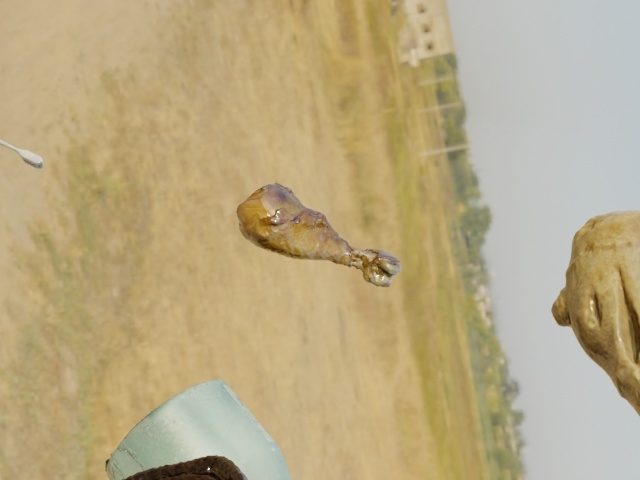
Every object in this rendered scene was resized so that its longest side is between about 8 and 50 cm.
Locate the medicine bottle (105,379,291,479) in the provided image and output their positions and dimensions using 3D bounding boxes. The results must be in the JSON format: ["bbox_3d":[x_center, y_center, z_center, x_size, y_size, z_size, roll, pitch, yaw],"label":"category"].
[{"bbox_3d":[-0.159,0.401,1.668,0.290,0.245,0.245,49,-2,19],"label":"medicine bottle"}]

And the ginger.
[{"bbox_3d":[0.407,0.105,1.366,0.126,0.190,0.354,45,21,-44],"label":"ginger"}]

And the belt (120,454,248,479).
[{"bbox_3d":[-0.148,0.287,0.758,0.184,0.289,0.164,-114,180,-64],"label":"belt"}]

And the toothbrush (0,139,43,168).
[{"bbox_3d":[-0.359,-0.112,1.110,0.011,0.167,0.014,-57,165,-31],"label":"toothbrush"}]

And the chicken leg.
[{"bbox_3d":[-0.001,0.002,1.480,0.087,0.252,0.107,-59,-167,26],"label":"chicken leg"}]
